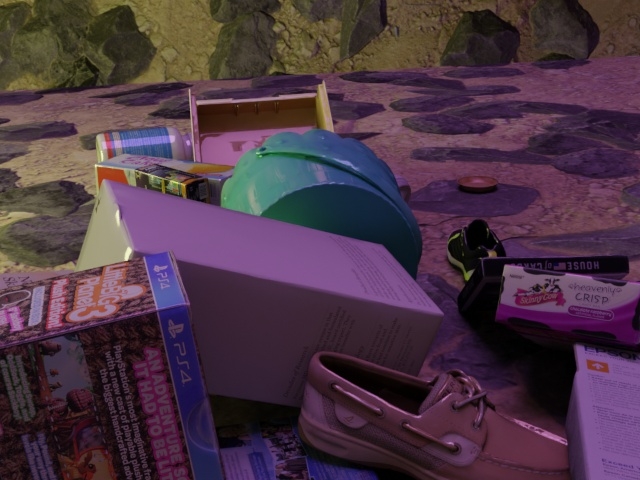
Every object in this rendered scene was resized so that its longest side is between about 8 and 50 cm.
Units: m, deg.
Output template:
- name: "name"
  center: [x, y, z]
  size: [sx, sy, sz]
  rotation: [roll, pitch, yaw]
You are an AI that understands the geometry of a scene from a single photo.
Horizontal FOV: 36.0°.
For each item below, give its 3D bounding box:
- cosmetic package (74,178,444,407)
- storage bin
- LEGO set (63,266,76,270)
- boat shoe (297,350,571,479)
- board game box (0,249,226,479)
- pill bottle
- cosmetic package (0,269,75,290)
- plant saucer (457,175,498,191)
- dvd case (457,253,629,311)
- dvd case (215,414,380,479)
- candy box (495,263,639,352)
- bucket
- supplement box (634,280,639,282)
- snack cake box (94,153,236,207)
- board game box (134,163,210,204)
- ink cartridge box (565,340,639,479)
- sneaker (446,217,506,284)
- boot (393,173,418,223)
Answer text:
- name: "cosmetic package"
  center: [-0.075, 0.067, 1.097]
  size: [0.365, 0.155, 0.197]
  rotation: [13, 20, -24]
- name: "storage bin"
  center: [-0.108, -0.176, 1.865]
  size: [0.262, 0.123, 0.261]
  rotation: [-5, 58, -6]
- name: "LEGO set"
  center: [-0.340, 0.062, 1.417]
  size: [0.132, 0.107, 0.287]
  rotation: [2, 20, 11]
- name: "boat shoe"
  center: [0.126, 0.185, 0.997]
  size: [0.302, 0.098, 0.109]
  rotation: [13, 21, 13]
- name: "board game box"
  center: [-0.244, 0.165, 0.878]
  size: [0.290, 0.232, 0.141]
  rotation: [-12, 21, -11]
- name: "pill bottle"
  center: [-0.352, -0.174, 2.066]
  size: [0.221, 0.124, 0.124]
  rotation: [-8, 20, -15]
- name: "cosmetic package"
  center: [-0.348, 0.120, 1.123]
  size: [0.309, 0.113, 0.160]
  rotation: [-4, 31, -35]
- name: "plant saucer"
  center: [0.317, -0.113, 1.985]
  size: [0.083, 0.015, 0.083]
  rotation: [-2, 20, 1]
- name: "dvd case"
  center: [0.283, 0.059, 1.296]
  size: [0.179, 0.030, 0.239]
  rotation: [-2, -15, 0]
- name: "dvd case"
  center: [-0.075, 0.240, 1.009]
  size: [0.252, 0.022, 0.180]
  rotation: [-6, 21, -12]
- name: "candy box"
  center: [0.315, 0.091, 1.160]
  size: [0.159, 0.071, 0.233]
  rotation: [8, -10, 26]
- name: "bucket"
  center: [0.000, 0.000, 1.335]
  size: [0.281, 0.281, 0.183]
  rotation: [-4, 25, -7]
- name: "supplement box"
  center: [0.431, 0.097, 1.311]
  size: [0.083, 0.056, 0.083]
  rotation: [-11, 21, -23]
- name: "snack cake box"
  center: [-0.251, -0.054, 1.674]
  size: [0.264, 0.152, 0.089]
  rotation: [9, 21, 27]
- name: "board game box"
  center: [-0.230, -0.026, 1.562]
  size: [0.141, 0.170, 0.048]
  rotation: [15, 27, 43]
- name: "ink cartridge box"
  center: [0.394, 0.216, 0.902]
  size: [0.323, 0.072, 0.330]
  rotation: [11, 19, 8]
- name: "sneaker"
  center: [0.251, 0.008, 1.524]
  size: [0.084, 0.097, 0.235]
  rotation: [-3, 19, -4]
- name: "boot"
  center: [0.118, -0.033, 1.693]
  size: [0.123, 0.095, 0.258]
  rotation: [17, 35, 30]
